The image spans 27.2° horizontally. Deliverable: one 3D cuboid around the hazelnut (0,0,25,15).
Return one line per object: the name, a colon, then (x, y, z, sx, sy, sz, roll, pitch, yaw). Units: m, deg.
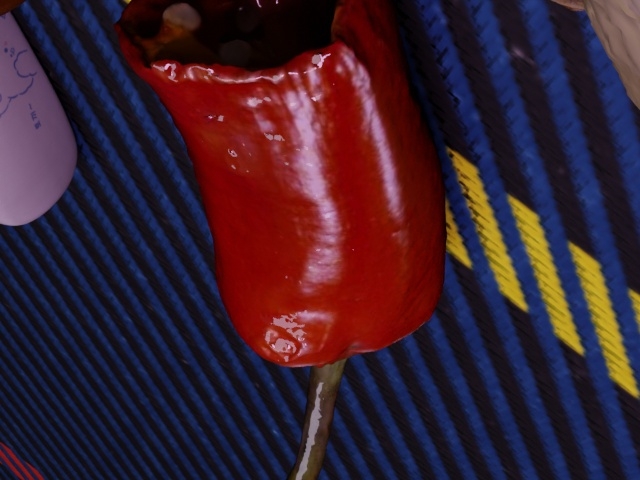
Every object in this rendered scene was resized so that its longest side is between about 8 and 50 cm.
hazelnut: (-0.196, -0.204, 0.627, 0.178, 0.178, 0.204, -11, 95, 53)

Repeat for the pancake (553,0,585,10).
pancake: (0.098, -0.149, 0.516, 0.139, 0.022, 0.139, 27, 148, 19)

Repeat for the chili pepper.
chili pepper: (0.005, -0.002, 0.716, 0.135, 0.131, 0.338, -3, 133, 15)

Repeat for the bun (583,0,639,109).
bun: (0.213, -0.060, 0.312, 0.352, 0.227, 0.349, 44, 152, -7)

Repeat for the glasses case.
glasses case: (-0.234, -0.109, 0.864, 0.059, 0.092, 0.233, 15, 142, 38)
